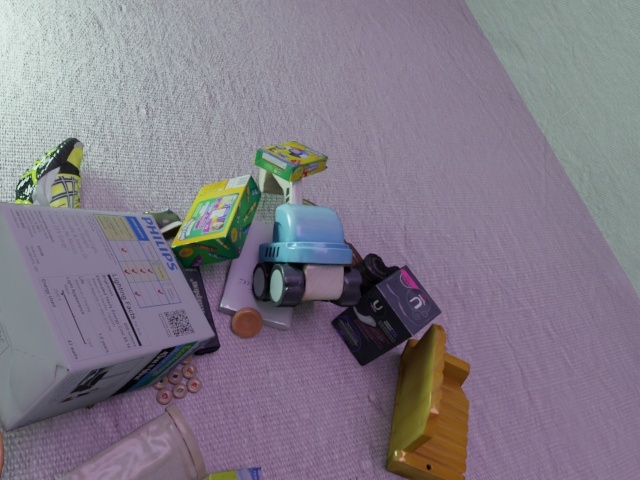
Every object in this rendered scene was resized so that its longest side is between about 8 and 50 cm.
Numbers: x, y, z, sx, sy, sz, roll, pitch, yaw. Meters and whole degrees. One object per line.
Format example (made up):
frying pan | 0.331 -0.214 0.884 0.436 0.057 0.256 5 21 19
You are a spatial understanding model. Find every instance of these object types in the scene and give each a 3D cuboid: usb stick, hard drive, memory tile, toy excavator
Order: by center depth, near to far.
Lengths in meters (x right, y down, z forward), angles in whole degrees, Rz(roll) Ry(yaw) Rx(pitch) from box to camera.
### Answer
memory tile | -0.361 0.315 1.207 0.113 0.012 0.148 -13 67 -34
usb stick | -0.330 0.166 1.297 0.077 0.045 0.277 -5 63 -33
toy excavator | -0.064 -0.050 1.388 0.223 0.433 0.444 5 87 -26
hard drive | -0.164 0.091 1.438 0.203 0.040 0.307 20 53 -17

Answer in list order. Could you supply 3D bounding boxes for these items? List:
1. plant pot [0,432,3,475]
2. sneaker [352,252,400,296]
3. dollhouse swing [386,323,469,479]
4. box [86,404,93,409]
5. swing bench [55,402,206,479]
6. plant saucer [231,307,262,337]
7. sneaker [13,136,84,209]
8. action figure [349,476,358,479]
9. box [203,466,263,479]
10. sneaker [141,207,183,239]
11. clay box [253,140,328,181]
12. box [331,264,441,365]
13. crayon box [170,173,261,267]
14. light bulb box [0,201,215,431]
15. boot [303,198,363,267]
plant pot | -0.703 0.408 0.839 0.291 0.203 0.290 14 56 -21
sneaker | 0.184 0.134 1.550 0.286 0.130 0.109 34 36 -40
dollhouse swing | 0.347 0.443 1.323 0.315 0.305 0.346 26 51 -12
box | -0.551 0.293 1.091 0.169 0.054 0.059 39 50 0
swing bench | -0.373 0.474 0.942 0.253 0.254 0.165 -26 76 -37
plant saucer | -0.196 0.221 1.324 0.084 0.013 0.083 -2 97 -16
sneaker | -0.674 -0.101 1.247 0.147 0.145 0.384 42 39 -40
action figure | -0.009 0.627 1.147 0.281 0.091 0.139 9 66 -24
box | -0.190 0.562 1.081 0.178 0.042 0.109 30 42 -55
sneaker | -0.472 -0.035 1.342 0.192 0.064 0.086 -23 66 -37
clay box | -0.074 -0.233 1.422 0.127 0.053 0.222 28 30 19
box | 0.179 0.216 1.395 0.143 0.270 0.165 -28 77 -37
crayon box | -0.278 -0.058 1.356 0.278 0.166 0.081 -79 152 -47
light bulb box | -0.478 0.134 1.025 0.357 0.225 0.361 58 23 17
boot | 0.000 0.000 1.550 0.115 0.112 0.305 -38 84 -29
